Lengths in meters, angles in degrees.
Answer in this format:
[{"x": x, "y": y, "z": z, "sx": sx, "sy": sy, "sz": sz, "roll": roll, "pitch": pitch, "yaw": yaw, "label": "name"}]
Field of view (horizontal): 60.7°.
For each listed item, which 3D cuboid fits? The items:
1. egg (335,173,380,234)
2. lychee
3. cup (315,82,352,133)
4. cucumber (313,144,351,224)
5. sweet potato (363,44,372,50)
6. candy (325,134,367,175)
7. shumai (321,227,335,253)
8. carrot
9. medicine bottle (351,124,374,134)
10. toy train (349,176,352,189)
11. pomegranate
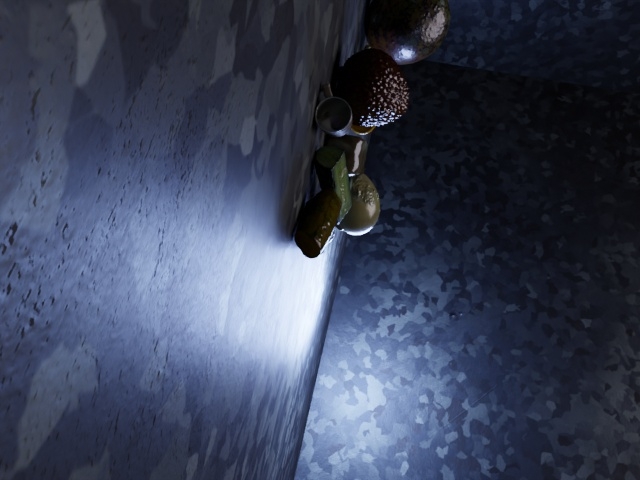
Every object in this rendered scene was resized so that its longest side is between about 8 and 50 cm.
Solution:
[{"x": 0.095, "y": -0.114, "z": 1.625, "sx": 0.164, "sy": 0.164, "sz": 0.201, "roll": -63, "pitch": 139, "yaw": -71, "label": "egg"}, {"x": 0.119, "y": -0.366, "z": 1.317, "sx": 0.194, "sy": 0.194, "sz": 0.194, "roll": 11, "pitch": 90, "yaw": -84, "label": "lychee"}, {"x": 0.020, "y": -0.266, "z": 1.142, "sx": 0.074, "sy": 0.102, "sz": 0.099, "roll": -41, "pitch": 179, "yaw": 6, "label": "cup"}, {"x": 0.027, "y": -0.128, "z": 1.291, "sx": 0.078, "sy": 0.062, "sz": 0.211, "roll": -55, "pitch": 156, "yaw": -26, "label": "cucumber"}, {"x": 0.123, "y": -0.487, "z": 1.702, "sx": 0.274, "sy": 0.067, "sz": 0.067, "roll": 104, "pitch": 2, "yaw": -50, "label": "sweet potato"}, {"x": 0.068, "y": -0.225, "z": 1.445, "sx": 0.234, "sy": 0.102, "sz": 0.104, "roll": -32, "pitch": 133, "yaw": -79, "label": "candy"}, {"x": 0.000, "y": 0.000, "z": 1.308, "sx": 0.082, "sy": 0.083, "sz": 0.080, "roll": 31, "pitch": 42, "yaw": -45, "label": "shumai"}, {"x": -0.007, "y": -0.042, "z": 1.183, "sx": 0.173, "sy": 0.082, "sz": 0.082, "roll": -63, "pitch": 165, "yaw": -45, "label": "carrot"}, {"x": 0.153, "y": -0.425, "z": 1.917, "sx": 0.192, "sy": 0.096, "sz": 0.096, "roll": -60, "pitch": 160, "yaw": -72, "label": "medicine bottle"}, {"x": 0.038, "y": -0.119, "z": 1.457, "sx": 0.252, "sy": 0.055, "sz": 0.048, "roll": -63, "pitch": 155, "yaw": -47, "label": "toy train"}, {"x": 0.248, "y": -0.723, "z": 1.705, "sx": 0.341, "sy": 0.285, "sz": 0.285, "roll": 41, "pitch": 54, "yaw": -45, "label": "pomegranate"}]
